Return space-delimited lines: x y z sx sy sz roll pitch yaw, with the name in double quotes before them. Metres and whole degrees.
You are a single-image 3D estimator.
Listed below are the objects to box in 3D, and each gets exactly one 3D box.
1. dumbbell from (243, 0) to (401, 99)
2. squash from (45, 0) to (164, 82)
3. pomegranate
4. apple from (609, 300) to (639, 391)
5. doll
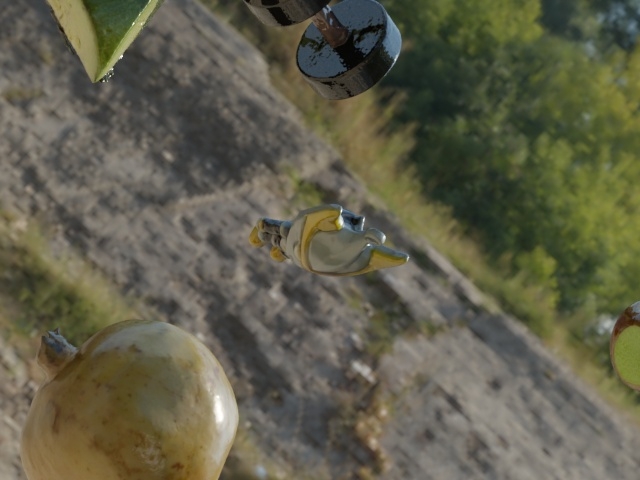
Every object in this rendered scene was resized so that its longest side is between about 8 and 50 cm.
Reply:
"dumbbell" 0.000 -0.315 1.792 0.152 0.152 0.218 42 -4 46
"squash" -0.205 -0.306 1.624 0.169 0.252 0.093 59 -36 16
"pomegranate" -0.303 0.268 1.940 0.342 0.342 0.342 42 0 0
"apple" 0.363 0.109 1.364 0.099 0.102 0.114 -7 17 -33
"doll" -0.004 -0.002 2.013 0.316 0.103 0.145 1 -55 58
